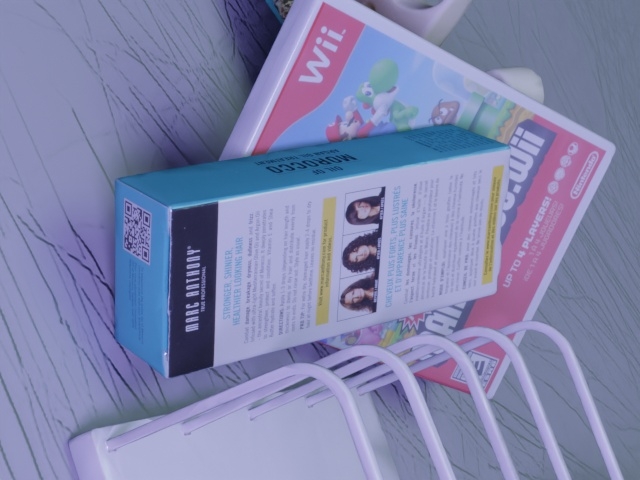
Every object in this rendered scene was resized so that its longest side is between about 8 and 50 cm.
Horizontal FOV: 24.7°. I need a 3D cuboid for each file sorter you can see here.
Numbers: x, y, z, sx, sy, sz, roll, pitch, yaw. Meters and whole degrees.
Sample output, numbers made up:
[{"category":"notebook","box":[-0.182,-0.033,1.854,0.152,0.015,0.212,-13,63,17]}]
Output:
[{"category":"file sorter","box":[0.037,0.158,0.817,0.278,0.173,0.193,-3,70,-57]}]

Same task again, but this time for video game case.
[{"category":"video game case","box":[0.056,-0.020,0.951,0.285,0.204,0.025,22,6,-38]}]

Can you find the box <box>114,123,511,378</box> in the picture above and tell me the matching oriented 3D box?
[{"category":"box","box":[0.000,0.000,0.855,0.244,0.060,0.100,-11,115,-35]}]

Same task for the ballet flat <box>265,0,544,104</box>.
[{"category":"ballet flat","box":[0.053,-0.145,1.054,0.164,0.182,0.483,-11,78,-61]}]
